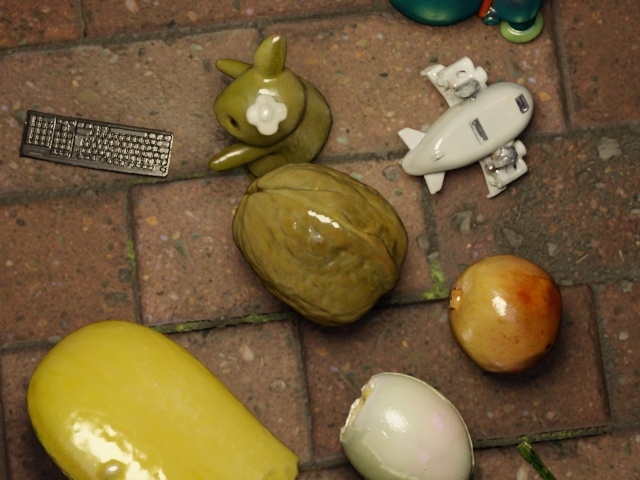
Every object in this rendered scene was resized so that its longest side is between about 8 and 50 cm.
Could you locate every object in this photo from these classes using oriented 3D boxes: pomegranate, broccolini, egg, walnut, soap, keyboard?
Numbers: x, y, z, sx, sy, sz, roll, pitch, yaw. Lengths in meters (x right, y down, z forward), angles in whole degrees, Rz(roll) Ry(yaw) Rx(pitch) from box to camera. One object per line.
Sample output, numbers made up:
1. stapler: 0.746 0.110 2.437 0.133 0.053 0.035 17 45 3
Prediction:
1. pomegranate: 0.291 0.116 1.901 0.191 0.191 0.191 0 85 -1
2. broccolini: 0.417 0.424 1.935 0.254 0.057 0.071 47 43 1
3. egg: 0.144 0.317 1.877 0.217 0.183 0.183 30 85 -1
4. walnut: 0.000 0.000 1.870 0.283 0.283 0.227 29 67 2
5. soap: -0.254 0.304 1.855 0.427 0.115 0.306 42 50 5
6. keyboard: -0.374 -0.158 1.997 0.250 0.017 0.087 9 83 0

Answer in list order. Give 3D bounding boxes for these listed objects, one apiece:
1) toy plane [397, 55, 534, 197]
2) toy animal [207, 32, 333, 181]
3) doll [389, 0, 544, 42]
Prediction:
1. toy plane: 0.239 -0.180 1.961 0.244 0.117 0.245 -2 98 -11
2. toy animal: -0.096 -0.206 1.848 0.180 0.363 0.181 -6 81 14
3. doll: 0.232 -0.444 1.949 0.322 0.186 0.199 9 84 -3
